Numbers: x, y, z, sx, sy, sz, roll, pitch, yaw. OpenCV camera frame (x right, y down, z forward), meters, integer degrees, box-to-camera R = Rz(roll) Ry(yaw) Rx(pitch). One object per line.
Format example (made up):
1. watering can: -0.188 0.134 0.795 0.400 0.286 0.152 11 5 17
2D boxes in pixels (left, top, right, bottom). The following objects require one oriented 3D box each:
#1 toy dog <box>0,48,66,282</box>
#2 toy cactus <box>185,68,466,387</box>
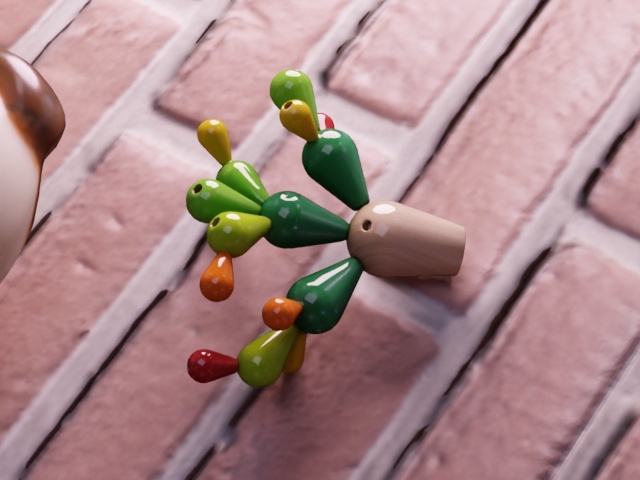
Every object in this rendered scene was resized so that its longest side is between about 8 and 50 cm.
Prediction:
1. toy dog: -0.361 -0.101 0.946 0.408 0.395 0.284 35 52 -10
2. toy cactus: 0.000 0.000 0.981 0.181 0.112 0.219 10 58 -6
